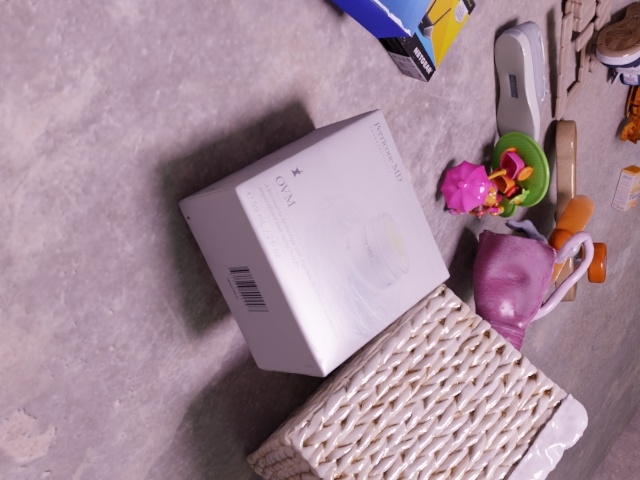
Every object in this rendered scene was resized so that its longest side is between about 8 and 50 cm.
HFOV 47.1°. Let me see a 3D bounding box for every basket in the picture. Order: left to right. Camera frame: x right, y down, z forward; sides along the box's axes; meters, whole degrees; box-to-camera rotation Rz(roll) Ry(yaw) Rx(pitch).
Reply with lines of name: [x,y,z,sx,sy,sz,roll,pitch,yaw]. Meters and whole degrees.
basket: [0.115,0.278,1.013,0.331,0.266,0.328,-40,173,-25]

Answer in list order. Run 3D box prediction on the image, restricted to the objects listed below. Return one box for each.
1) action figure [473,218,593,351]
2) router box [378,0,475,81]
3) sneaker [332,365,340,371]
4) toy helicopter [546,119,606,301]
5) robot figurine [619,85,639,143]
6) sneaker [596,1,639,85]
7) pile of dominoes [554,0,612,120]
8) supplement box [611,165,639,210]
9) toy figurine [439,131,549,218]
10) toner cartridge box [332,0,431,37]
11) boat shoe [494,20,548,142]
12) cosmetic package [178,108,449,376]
action figure: [0.316,0.167,1.278,0.248,0.275,0.370,35,66,-52]
router box: [0.122,-0.311,0.950,0.133,0.046,0.179,-59,141,-5]
sneaker: [-0.017,0.086,1.020,0.235,0.084,0.097,72,32,-44]
toy helicopter: [0.471,-0.052,1.421,0.235,0.140,0.355,-29,117,-61]
robot figurine: [0.723,-0.325,1.527,0.085,0.211,0.291,-3,117,-12]
sneaker: [0.595,-0.344,1.407,0.282,0.099,0.153,-43,139,-42]
pile of dominoes: [0.469,-0.373,1.336,0.196,0.040,0.251,-49,148,-22]
supplement box: [0.747,-0.126,1.779,0.062,0.036,0.098,-18,124,-41]
toy figurine: [0.267,-0.086,1.223,0.159,0.130,0.173,-18,149,-26]
toner cartridge box: [0.110,-0.418,0.812,0.165,0.075,0.348,30,87,-33]
boat shoe: [0.342,-0.250,1.210,0.081,0.079,0.228,-36,132,-24]
cosmetic package: [0.000,0.000,0.853,0.224,0.138,0.224,-34,106,-34]
